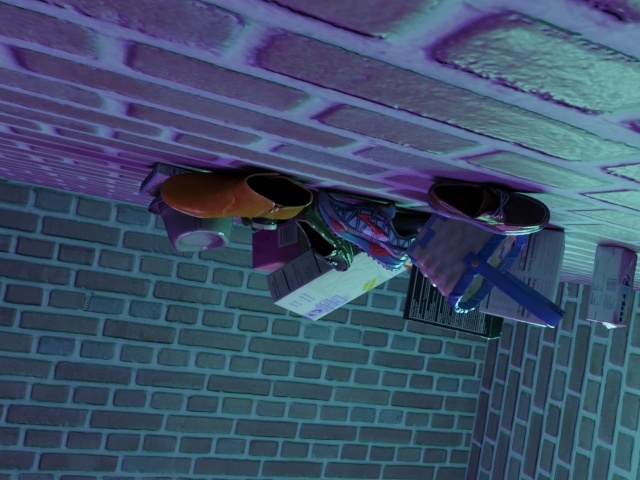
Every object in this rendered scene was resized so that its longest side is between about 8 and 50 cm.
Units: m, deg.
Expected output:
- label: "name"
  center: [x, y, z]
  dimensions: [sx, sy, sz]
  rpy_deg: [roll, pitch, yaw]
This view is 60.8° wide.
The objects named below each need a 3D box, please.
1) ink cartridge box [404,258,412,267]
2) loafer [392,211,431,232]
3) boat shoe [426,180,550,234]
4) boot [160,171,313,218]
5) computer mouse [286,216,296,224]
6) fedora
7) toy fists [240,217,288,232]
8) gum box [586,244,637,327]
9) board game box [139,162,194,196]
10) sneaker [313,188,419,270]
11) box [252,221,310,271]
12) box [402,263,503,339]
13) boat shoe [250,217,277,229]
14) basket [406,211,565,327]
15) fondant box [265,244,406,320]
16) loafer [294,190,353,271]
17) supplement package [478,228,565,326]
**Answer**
- label: "ink cartridge box"
  center: [0.415, 0.084, 2.121]
  dimensions: [0.275, 0.060, 0.239]
  rpy_deg: [11, 150, -17]
- label: "loafer"
  center: [0.227, -0.030, 1.297]
  dimensions: [0.302, 0.095, 0.109]
  rpy_deg: [9, 134, -4]
- label: "boat shoe"
  center: [0.249, -0.049, 0.815]
  dimensions: [0.183, 0.066, 0.066]
  rpy_deg: [9, 176, 14]
- label: "boot"
  center: [-0.174, -0.103, 1.112]
  dimensions: [0.295, 0.104, 0.211]
  rpy_deg: [8, 172, -15]
- label: "computer mouse"
  center: [-0.041, -0.070, 1.410]
  dimensions: [0.188, 0.072, 0.272]
  rpy_deg: [11, 177, -4]
- label: "fedora"
  center: [-0.295, -0.041, 1.340]
  dimensions: [0.243, 0.124, 0.275]
  rpy_deg: [-5, 170, -16]
- label: "toy fists"
  center: [-0.133, -0.059, 1.743]
  dimensions: [0.142, 0.096, 0.279]
  rpy_deg: [8, 178, 44]
- label: "gum box"
  center: [0.691, 0.114, 1.293]
  dimensions: [0.107, 0.189, 0.062]
  rpy_deg: [13, 176, -44]
- label: "board game box"
  center: [-0.353, -0.132, 1.281]
  dimensions: [0.103, 0.026, 0.154]
  rpy_deg: [14, 160, -30]
- label: "sneaker"
  center: [0.105, -0.050, 1.186]
  dimensions: [0.261, 0.125, 0.104]
  rpy_deg: [33, -159, -20]
- label: "box"
  center: [-0.048, 0.028, 1.663]
  dimensions: [0.213, 0.117, 0.243]
  rpy_deg: [-16, 160, 42]
- label: "box"
  center: [0.462, 0.150, 1.823]
  dimensions: [0.294, 0.296, 0.182]
  rpy_deg: [9, 178, 30]
- label: "boat shoe"
  center: [-0.156, -0.092, 1.433]
  dimensions: [0.084, 0.079, 0.233]
  rpy_deg: [-1, -165, -16]
- label: "basket"
  center: [0.323, 0.058, 1.021]
  dimensions: [0.289, 0.201, 0.254]
  rpy_deg: [43, -169, 21]
- label: "fondant box"
  center: [0.048, 0.092, 1.542]
  dimensions: [0.330, 0.096, 0.238]
  rpy_deg: [-30, 149, 16]
- label: "loafer"
  center: [0.000, 0.000, 1.292]
  dimensions: [0.096, 0.084, 0.267]
  rpy_deg: [-5, 138, 26]
- label: "supplement package"
  center: [0.477, 0.083, 1.271]
  dimensions: [0.145, 0.204, 0.262]
  rpy_deg: [11, 178, 24]
